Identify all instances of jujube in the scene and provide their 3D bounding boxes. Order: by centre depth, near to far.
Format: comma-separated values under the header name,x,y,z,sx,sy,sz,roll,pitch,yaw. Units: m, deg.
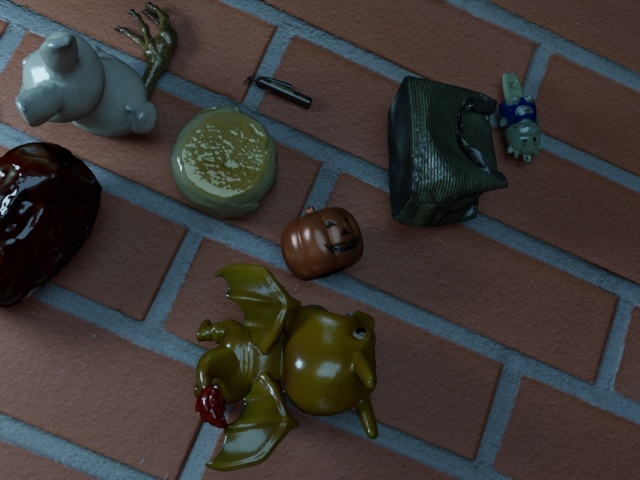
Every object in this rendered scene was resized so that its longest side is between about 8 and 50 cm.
name,x,y,z,sx,sy,sz,roll,pitch,yaw
jujube,-0.611,-0.031,1.445,0.258,0.258,0.377,29,78,-2

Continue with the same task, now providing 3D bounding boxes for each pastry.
name,x,y,z,sx,sy,sz,roll,pitch,yaw
pastry,-0.216,-0.177,1.612,0.264,0.133,0.265,3,76,-11

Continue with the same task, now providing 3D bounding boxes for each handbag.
name,x,y,z,sx,sy,sz,roll,pitch,yaw
handbag,0.285,-0.203,1.650,0.240,0.247,0.341,1,70,-11

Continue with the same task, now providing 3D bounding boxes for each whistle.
name,x,y,z,sx,sy,sz,roll,pitch,yaw
whistle,0.506,-0.316,1.798,0.110,0.092,0.245,-5,78,-7

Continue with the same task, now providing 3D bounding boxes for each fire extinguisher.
name,x,y,z,sx,sy,sz,roll,pitch,yaw
fire extinguisher,-0.101,-0.376,1.736,0.173,0.035,0.049,22,77,-7

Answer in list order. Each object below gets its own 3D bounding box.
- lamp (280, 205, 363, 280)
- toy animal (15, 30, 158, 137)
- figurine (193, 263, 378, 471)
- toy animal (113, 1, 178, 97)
name,x,y,z,sx,sy,sz,roll,pitch,yaw
lamp,0.000,0.000,1.581,0.187,0.187,0.164,-17,83,-14
toy animal,-0.496,-0.314,1.466,0.241,0.367,0.196,26,96,13
figurine,-0.073,0.278,1.457,0.386,0.268,0.401,1,65,4
toy animal,-0.410,-0.444,1.688,0.149,0.054,0.276,-9,79,-10
